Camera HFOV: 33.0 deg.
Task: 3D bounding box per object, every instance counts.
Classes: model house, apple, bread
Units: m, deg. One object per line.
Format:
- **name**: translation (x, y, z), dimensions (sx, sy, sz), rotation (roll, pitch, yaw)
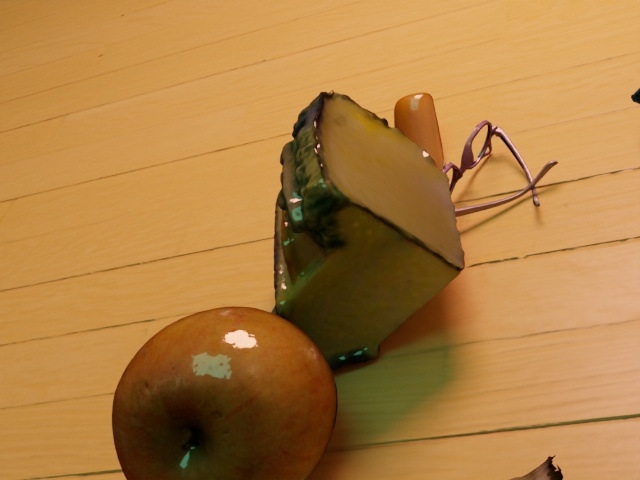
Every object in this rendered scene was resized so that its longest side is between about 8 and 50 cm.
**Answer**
- **model house**: translation (0.000, 0.000, 1.007), dimensions (0.211, 0.170, 0.194), rotation (-48, 27, 29)
- **apple**: translation (-0.076, 0.139, 0.889), dimensions (0.182, 0.182, 0.155), rotation (-14, 8, 19)
- **bread**: translation (0.108, -0.107, 1.180), dimensions (0.049, 0.103, 0.062), rotation (-9, -6, 8)

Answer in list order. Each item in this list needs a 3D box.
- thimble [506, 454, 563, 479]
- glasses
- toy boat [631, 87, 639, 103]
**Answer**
- **thimble**: translation (0.104, 0.260, 0.531), dimensions (0.150, 0.271, 0.271), rotation (-25, 35, 10)
- **glasses**: translation (0.181, -0.055, 1.077), dimensions (0.104, 0.062, 0.140), rotation (24, 58, 23)
- **toy boat**: translation (0.438, -0.170, 0.993), dimensions (0.299, 0.096, 0.062), rotation (-10, 28, 28)
